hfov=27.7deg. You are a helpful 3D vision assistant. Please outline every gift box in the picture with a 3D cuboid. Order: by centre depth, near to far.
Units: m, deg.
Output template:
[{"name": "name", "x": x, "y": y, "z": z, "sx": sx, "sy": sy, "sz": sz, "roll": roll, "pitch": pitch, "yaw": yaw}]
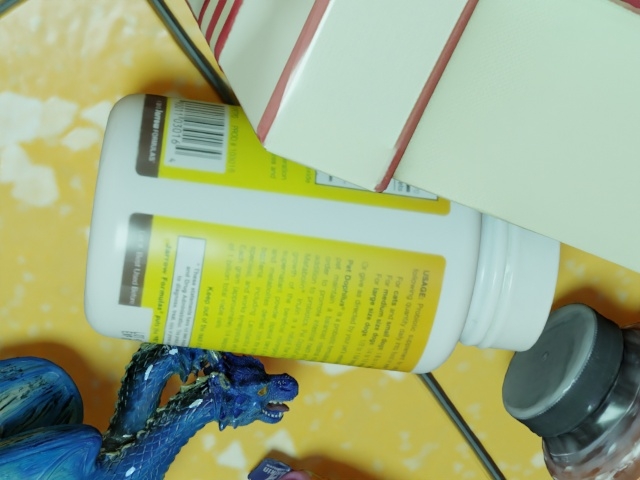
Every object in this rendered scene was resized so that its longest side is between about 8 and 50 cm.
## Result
[{"name": "gift box", "x": 0.089, "y": -0.160, "z": 0.503, "sx": 0.258, "sy": 0.255, "sz": 0.276, "roll": 18, "pitch": 104, "yaw": -21}]

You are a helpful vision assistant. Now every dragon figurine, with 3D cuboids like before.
[{"name": "dragon figurine", "x": -0.155, "y": 0.114, "z": 0.647, "sx": 0.289, "sy": 0.085, "sz": 0.144, "roll": -9, "pitch": 121, "yaw": -23}]

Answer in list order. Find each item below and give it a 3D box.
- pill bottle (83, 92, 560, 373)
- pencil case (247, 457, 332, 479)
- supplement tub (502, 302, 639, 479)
[{"name": "pill bottle", "x": 0.000, "y": 0.000, "z": 0.624, "sx": 0.215, "sy": 0.117, "sz": 0.117, "roll": 8, "pitch": 111, "yaw": -7}, {"name": "pencil case", "x": 0.068, "y": 0.236, "z": 0.730, "sx": 0.284, "sy": 0.124, "sz": 0.124, "roll": 29, "pitch": 107, "yaw": -14}, {"name": "supplement tub", "x": 0.193, "y": 0.113, "z": 0.693, "sx": 0.198, "sy": 0.106, "sz": 0.106, "roll": 35, "pitch": 106, "yaw": -16}]
